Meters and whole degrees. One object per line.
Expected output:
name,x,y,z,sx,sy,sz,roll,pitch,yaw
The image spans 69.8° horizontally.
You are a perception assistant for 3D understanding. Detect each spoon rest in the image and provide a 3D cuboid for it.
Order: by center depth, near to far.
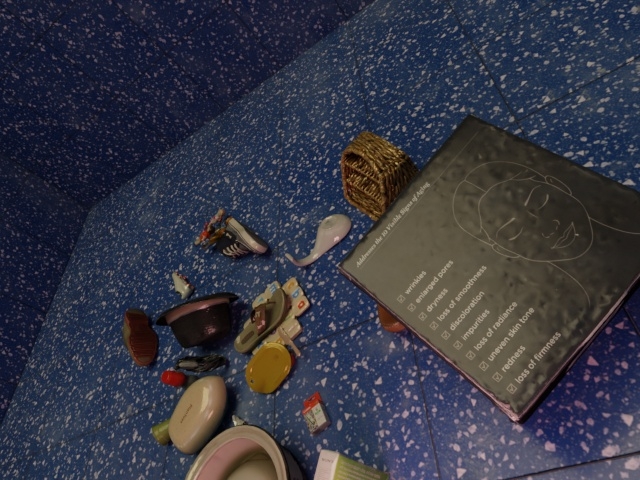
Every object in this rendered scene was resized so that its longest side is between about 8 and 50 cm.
spoon rest,0.000,0.000,1.711,0.276,0.084,0.137,-39,39,-10

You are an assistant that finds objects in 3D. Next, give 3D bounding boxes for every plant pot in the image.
plant pot,-0.547,0.677,1.648,0.079,0.083,0.083,-37,38,-6

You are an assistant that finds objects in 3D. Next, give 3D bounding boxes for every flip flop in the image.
flip flop,-0.220,0.284,1.629,0.277,0.080,0.112,-47,39,6

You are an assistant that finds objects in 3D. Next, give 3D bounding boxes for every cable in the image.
cable,-0.436,0.451,1.686,0.185,0.150,0.047,-3,84,-1

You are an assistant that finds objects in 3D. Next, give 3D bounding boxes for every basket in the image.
basket,0.176,-0.229,1.613,0.223,0.213,0.299,-46,38,2

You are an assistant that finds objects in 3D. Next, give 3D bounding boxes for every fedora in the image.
fedora,-0.456,0.320,1.755,0.334,0.334,0.152,-27,74,24

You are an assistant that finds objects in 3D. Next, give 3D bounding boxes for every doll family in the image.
doll family,-0.486,-0.046,2.185,0.163,0.118,0.262,-35,22,26

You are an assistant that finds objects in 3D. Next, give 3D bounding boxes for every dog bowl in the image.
dog bowl,-0.200,0.720,1.222,0.408,0.150,0.407,-26,43,27

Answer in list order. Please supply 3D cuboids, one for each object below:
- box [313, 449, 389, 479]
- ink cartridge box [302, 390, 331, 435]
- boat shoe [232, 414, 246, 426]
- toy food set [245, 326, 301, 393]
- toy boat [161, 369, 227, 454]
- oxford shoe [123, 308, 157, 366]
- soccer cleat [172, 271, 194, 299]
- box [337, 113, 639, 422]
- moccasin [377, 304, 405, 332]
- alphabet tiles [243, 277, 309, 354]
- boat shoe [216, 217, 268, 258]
box,0.044,0.647,0.989,0.059,0.232,0.321,-6,54,39
ink cartridge box,-0.018,0.498,1.333,0.063,0.029,0.115,-42,39,9
boat shoe,-0.255,0.596,1.474,0.035,0.035,0.100,-25,32,-15
toy food set,-0.147,0.403,1.511,0.128,0.071,0.217,42,96,20
toy boat,-0.435,0.560,1.602,0.318,0.148,0.267,33,88,44
oxford shoe,-0.825,0.461,2.080,0.348,0.123,0.130,51,124,50
soccer cleat,-0.659,0.208,2.149,0.196,0.068,0.076,31,85,48
box,0.389,0.057,1.020,0.479,0.297,0.472,-49,58,-1
moccasin,0.223,0.087,1.357,0.139,0.147,0.379,-11,51,37
alphabet tiles,-0.162,0.274,1.661,0.278,0.021,0.284,-45,38,8
boat shoe,-0.345,0.026,1.978,0.158,0.127,0.340,-56,31,1
